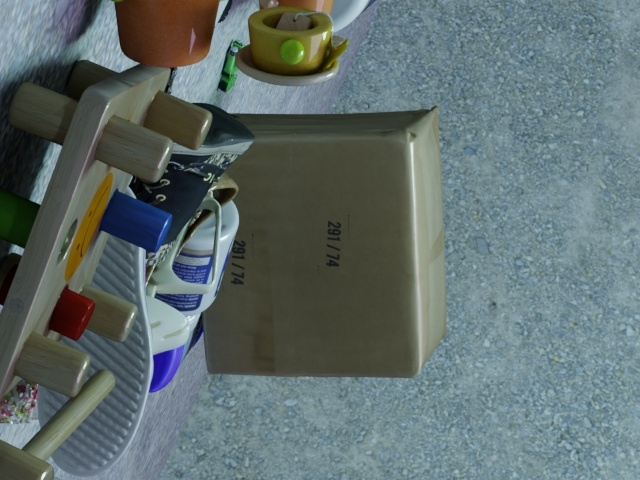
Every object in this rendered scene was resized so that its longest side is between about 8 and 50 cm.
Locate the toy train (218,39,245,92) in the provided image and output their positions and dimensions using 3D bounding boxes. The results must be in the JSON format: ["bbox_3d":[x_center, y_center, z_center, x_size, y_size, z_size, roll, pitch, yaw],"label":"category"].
[{"bbox_3d":[-0.113,-0.220,2.356,0.023,0.017,0.083,-50,167,-39],"label":"toy train"}]

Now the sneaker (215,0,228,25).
[{"bbox_3d":[-0.052,-0.309,1.792,0.112,0.131,0.296,97,17,-84],"label":"sneaker"}]

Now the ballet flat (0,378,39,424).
[{"bbox_3d":[-0.265,0.136,1.835,0.241,0.077,0.091,-42,154,-80],"label":"ballet flat"}]

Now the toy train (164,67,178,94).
[{"bbox_3d":[-0.172,-0.133,1.928,0.036,0.027,0.158,-68,179,-53],"label":"toy train"}]

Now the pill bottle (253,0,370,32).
[{"bbox_3d":[0.007,-0.341,2.278,0.264,0.153,0.153,-56,168,-72],"label":"pill bottle"}]

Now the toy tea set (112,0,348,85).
[{"bbox_3d":[-0.068,-0.248,1.606,0.336,0.200,0.124,-83,178,-63],"label":"toy tea set"}]

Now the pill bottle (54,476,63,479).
[{"bbox_3d":[-0.303,0.303,1.950,0.221,0.121,0.121,90,23,-81],"label":"pill bottle"}]

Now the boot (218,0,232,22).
[{"bbox_3d":[-0.110,-0.263,1.932,0.121,0.045,0.099,-64,178,-49],"label":"boot"}]

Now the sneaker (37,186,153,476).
[{"bbox_3d":[-0.208,0.088,1.779,0.161,0.102,0.282,123,-27,-77],"label":"sneaker"}]

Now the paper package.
[{"bbox_3d":[0.000,0.000,2.406,0.168,0.309,0.325,-45,133,-68],"label":"paper package"}]

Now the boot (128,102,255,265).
[{"bbox_3d":[-0.173,-0.053,1.883,0.178,0.085,0.236,-54,162,17],"label":"boot"}]

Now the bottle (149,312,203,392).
[{"bbox_3d":[-0.198,0.100,2.469,0.283,0.092,0.118,-58,169,-69],"label":"bottle"}]

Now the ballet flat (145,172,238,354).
[{"bbox_3d":[-0.184,0.045,2.080,0.116,0.124,0.342,106,8,-60],"label":"ballet flat"}]

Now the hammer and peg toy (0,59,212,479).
[{"bbox_3d":[-0.216,0.031,1.516,0.266,0.127,0.361,-60,173,-77],"label":"hammer and peg toy"}]

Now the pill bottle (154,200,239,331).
[{"bbox_3d":[-0.171,0.027,2.264,0.112,0.112,0.186,-63,175,-48],"label":"pill bottle"}]
